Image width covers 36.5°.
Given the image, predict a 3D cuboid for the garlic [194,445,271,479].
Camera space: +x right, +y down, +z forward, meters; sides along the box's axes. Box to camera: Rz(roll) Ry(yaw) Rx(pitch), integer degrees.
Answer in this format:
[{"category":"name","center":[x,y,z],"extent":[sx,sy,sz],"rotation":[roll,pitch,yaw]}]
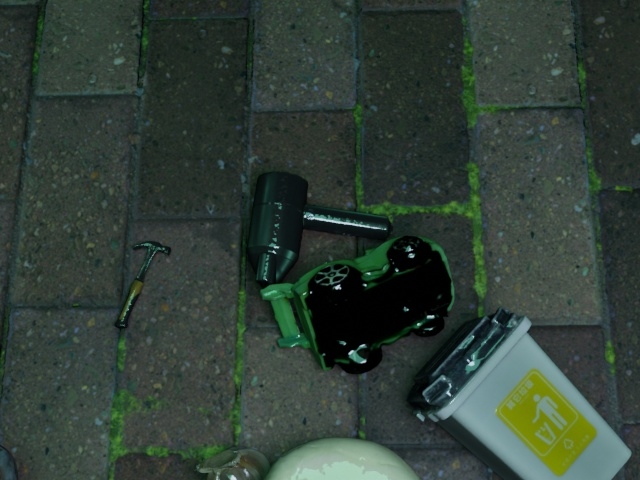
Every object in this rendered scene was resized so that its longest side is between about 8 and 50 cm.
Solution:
[{"category":"garlic","center":[-0.147,0.482,1.862],"extent":[0.131,0.127,0.194],"rotation":[-27,97,13]}]

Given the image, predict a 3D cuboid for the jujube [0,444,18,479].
[{"category":"jujube","center":[-0.701,0.509,1.820],"extent":[0.246,0.215,0.308],"rotation":[30,77,37]}]

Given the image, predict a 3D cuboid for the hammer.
[{"category":"hammer","center":[-0.389,0.092,2.051],"extent":[0.078,0.021,0.201],"rotation":[18,71,9]}]

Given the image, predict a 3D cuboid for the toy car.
[{"category":"toy car","center":[0.082,0.117,1.931],"extent":[0.358,0.213,0.176],"rotation":[-25,28,-11]}]

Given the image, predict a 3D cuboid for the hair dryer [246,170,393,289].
[{"category":"hair dryer","center":[0.000,0.000,2.029],"extent":[0.302,0.116,0.244],"rotation":[7,73,-2]}]

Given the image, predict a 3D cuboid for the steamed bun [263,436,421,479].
[{"category":"steamed bun","center":[0.041,0.521,1.767],"extent":[0.333,0.233,0.312],"rotation":[18,71,5]}]

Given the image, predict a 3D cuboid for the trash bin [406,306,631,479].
[{"category":"trash bin","center":[0.365,0.331,1.825],"extent":[0.367,0.296,0.256],"rotation":[44,76,2]}]
